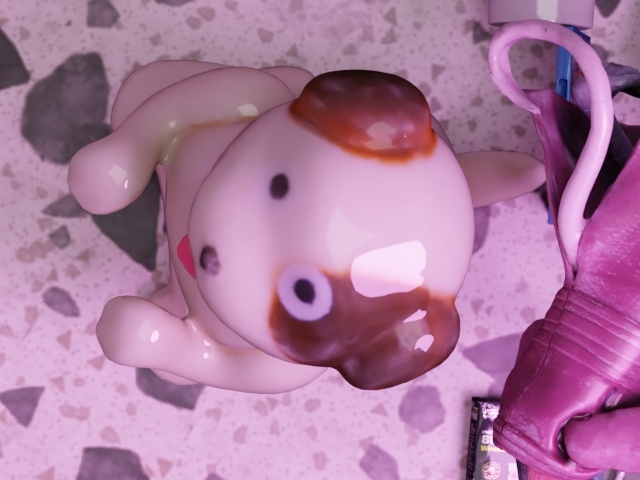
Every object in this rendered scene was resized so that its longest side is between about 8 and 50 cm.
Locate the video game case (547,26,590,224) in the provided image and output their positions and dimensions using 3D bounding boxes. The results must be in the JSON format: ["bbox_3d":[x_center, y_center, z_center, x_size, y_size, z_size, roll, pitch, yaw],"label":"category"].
[{"bbox_3d":[0.215,-0.098,1.706,0.015,0.119,0.166,4,93,15],"label":"video game case"}]

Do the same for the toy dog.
[{"bbox_3d":[0.000,0.000,1.544,0.395,0.408,0.285,3,93,-5],"label":"toy dog"}]

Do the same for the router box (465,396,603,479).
[{"bbox_3d":[0.192,0.189,1.756,0.122,0.038,0.092,4,92,-5],"label":"router box"}]

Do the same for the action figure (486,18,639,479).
[{"bbox_3d":[0.212,0.065,1.414,0.275,0.248,0.370,27,87,-33],"label":"action figure"}]

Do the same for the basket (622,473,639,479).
[{"bbox_3d":[0.424,0.125,1.621,0.266,0.328,0.331,7,84,-10],"label":"basket"}]

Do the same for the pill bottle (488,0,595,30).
[{"bbox_3d":[0.194,-0.294,1.690,0.124,0.124,0.222,3,91,-5],"label":"pill bottle"}]
